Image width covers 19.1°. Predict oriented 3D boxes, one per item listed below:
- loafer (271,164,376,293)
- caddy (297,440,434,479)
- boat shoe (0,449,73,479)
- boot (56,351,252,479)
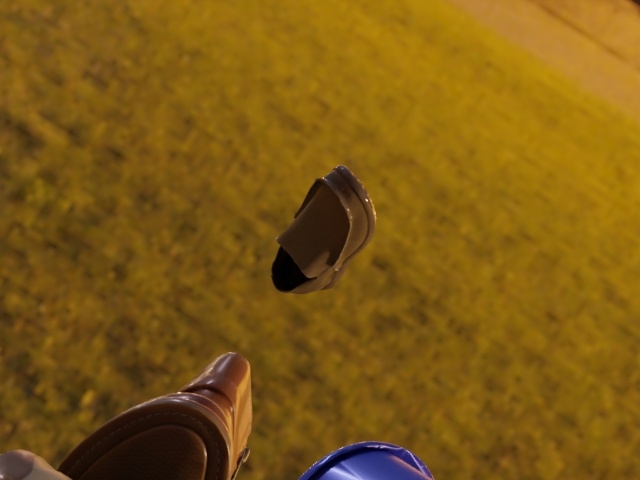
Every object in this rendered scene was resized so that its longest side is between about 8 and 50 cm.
[{"bbox_3d":[0.000,0.000,1.424,0.056,0.050,0.148,49,-31,20],"label":"loafer"},{"bbox_3d":[0.020,0.357,1.828,0.179,0.341,0.241,21,-28,47],"label":"caddy"},{"bbox_3d":[-0.063,0.207,0.858,0.123,0.123,0.342,19,-26,24],"label":"boat shoe"},{"bbox_3d":[-0.069,0.101,0.932,0.073,0.197,0.152,38,43,2],"label":"boot"}]
